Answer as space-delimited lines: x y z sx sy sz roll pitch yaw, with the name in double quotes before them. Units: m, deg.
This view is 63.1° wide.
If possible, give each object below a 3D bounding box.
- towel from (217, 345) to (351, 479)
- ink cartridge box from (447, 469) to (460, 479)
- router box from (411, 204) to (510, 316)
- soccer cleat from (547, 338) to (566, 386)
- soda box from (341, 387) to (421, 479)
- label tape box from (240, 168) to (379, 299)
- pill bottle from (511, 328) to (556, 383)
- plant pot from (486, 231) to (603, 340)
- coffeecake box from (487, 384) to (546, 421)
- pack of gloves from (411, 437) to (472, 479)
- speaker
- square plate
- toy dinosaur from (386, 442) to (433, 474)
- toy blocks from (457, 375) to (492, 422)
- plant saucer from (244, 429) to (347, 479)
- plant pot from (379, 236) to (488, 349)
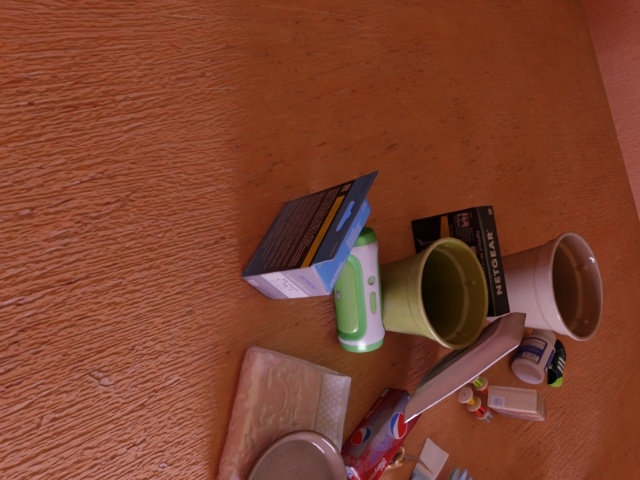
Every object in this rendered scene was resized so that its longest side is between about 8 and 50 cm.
"towel" -0.070 0.439 1.192 0.317 0.053 0.332 24 67 -34
"ink cartridge box" 0.418 0.778 1.505 0.209 0.062 0.109 43 56 -1
"router box" 0.402 0.069 1.519 0.081 0.243 0.309 -6 86 -39
"soccer cleat" 0.884 0.461 1.961 0.072 0.060 0.179 14 76 -35
"soda box" 0.148 0.505 1.336 0.263 0.083 0.092 -42 107 -35
"label tape box" 0.000 0.000 1.143 0.106 0.333 0.241 43 58 -25
"pill bottle" 0.759 0.400 1.835 0.187 0.112 0.112 -45 110 -35
"plant pot" 0.688 0.158 1.695 0.333 0.305 0.334 9 76 -38
"coffeecake box" 0.625 0.517 1.650 0.185 0.142 0.068 40 54 -49
"pack of gloves" 0.329 0.700 1.434 0.195 0.046 0.232 41 57 -3
"speaker" 0.091 0.120 1.295 0.131 0.131 0.297 -18 109 -40
"square plate" 0.375 0.309 1.351 0.049 0.344 0.347 52 21 12
"toy dinosaur" 0.211 0.586 1.401 0.211 0.064 0.112 0 100 -30
"toy blocks" 0.506 0.496 1.649 0.148 0.054 0.123 45 57 -24
"plant saucer" -0.058 0.551 1.124 0.278 0.041 0.278 5 82 -36
"plant pot" 0.254 0.146 1.377 0.276 0.254 0.276 9 76 -39
